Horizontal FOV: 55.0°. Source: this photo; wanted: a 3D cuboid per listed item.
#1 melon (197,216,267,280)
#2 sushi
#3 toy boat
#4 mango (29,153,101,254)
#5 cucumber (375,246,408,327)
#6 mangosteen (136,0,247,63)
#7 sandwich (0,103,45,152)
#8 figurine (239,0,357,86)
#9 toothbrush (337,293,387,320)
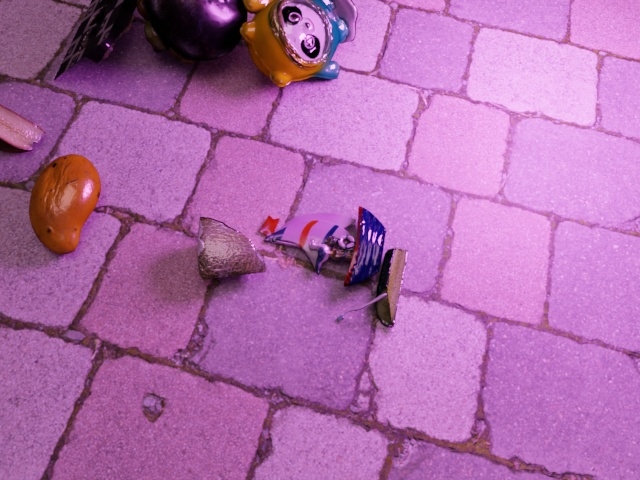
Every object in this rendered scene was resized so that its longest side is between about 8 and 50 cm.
[{"bbox_3d":[-0.234,0.044,1.459,0.202,0.093,0.139,35,61,5],"label":"melon"},{"bbox_3d":[-0.592,-0.620,1.773,0.296,0.100,0.373,-17,51,38],"label":"sushi"},{"bbox_3d":[0.024,-0.016,1.536,0.318,0.072,0.219,29,65,22],"label":"toy boat"},{"bbox_3d":[-0.621,-0.096,1.494,0.157,0.109,0.262,4,62,-7],"label":"mango"},{"bbox_3d":[0.165,0.098,1.474,0.046,0.070,0.220,-4,54,28],"label":"cucumber"},{"bbox_3d":[-0.354,-0.643,1.736,0.300,0.300,0.300,2,61,-3],"label":"mangosteen"},{"bbox_3d":[-0.855,-0.310,1.584,0.258,0.096,0.094,33,62,-26],"label":"sandwich"},{"bbox_3d":[-0.065,-0.585,1.748,0.340,0.231,0.324,-41,106,-32],"label":"figurine"},{"bbox_3d":[0.096,0.154,1.434,0.131,0.011,0.013,-29,75,11],"label":"toothbrush"}]
